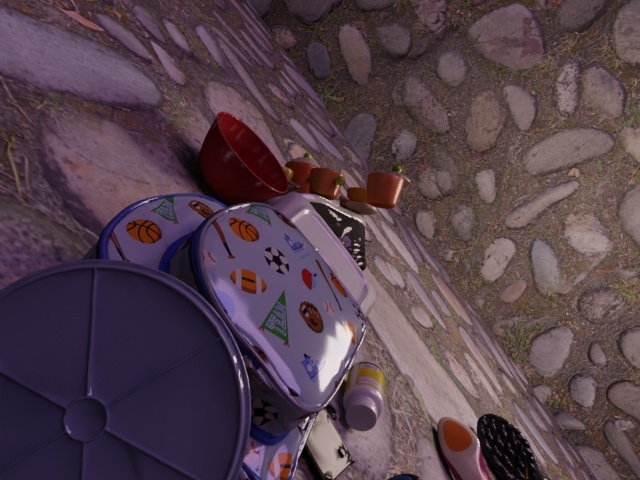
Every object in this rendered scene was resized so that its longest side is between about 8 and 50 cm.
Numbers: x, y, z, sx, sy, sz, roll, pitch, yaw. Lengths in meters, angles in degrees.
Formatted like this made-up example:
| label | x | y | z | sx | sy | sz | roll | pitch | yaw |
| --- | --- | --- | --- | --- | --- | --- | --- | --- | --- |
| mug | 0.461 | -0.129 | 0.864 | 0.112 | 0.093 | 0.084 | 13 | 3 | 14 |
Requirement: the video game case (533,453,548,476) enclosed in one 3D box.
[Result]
| label | x | y | z | sx | sy | sz | roll | pitch | yaw |
| --- | --- | --- | --- | --- | --- | --- | --- | --- | --- |
| video game case | 0.625 | 0.719 | 1.341 | 0.248 | 0.035 | 0.275 | 24 | 33 | -58 |

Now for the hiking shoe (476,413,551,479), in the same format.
| label | x | y | z | sx | sy | sz | roll | pitch | yaw |
| --- | --- | --- | --- | --- | --- | --- | --- | --- | --- |
| hiking shoe | 0.491 | 0.576 | 1.215 | 0.304 | 0.113 | 0.132 | 53 | -14 | 22 |

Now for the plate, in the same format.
| label | x | y | z | sx | sy | sz | roll | pitch | yaw |
| --- | --- | --- | --- | --- | --- | --- | --- | --- | --- |
| plate | -0.012 | 0.059 | 0.847 | 0.278 | 0.045 | 0.277 | 53 | 34 | -6 |

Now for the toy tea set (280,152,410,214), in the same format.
| label | x | y | z | sx | sy | sz | roll | pitch | yaw |
| --- | --- | --- | --- | --- | --- | --- | --- | --- | --- |
| toy tea set | 0.032 | -0.141 | 1.069 | 0.200 | 0.336 | 0.124 | 35 | 66 | -71 |

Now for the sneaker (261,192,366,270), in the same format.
| label | x | y | z | sx | sy | sz | roll | pitch | yaw |
| --- | --- | --- | --- | --- | --- | --- | --- | --- | --- |
| sneaker | 0.001 | 0.000 | 1.027 | 0.296 | 0.104 | 0.147 | 15 | 58 | -43 |

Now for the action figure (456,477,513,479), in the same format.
| label | x | y | z | sx | sy | sz | roll | pitch | yaw |
| --- | --- | --- | --- | --- | --- | --- | --- | --- | --- |
| action figure | 0.294 | 0.470 | 0.750 | 0.276 | 0.164 | 0.141 | 41 | -4 | 10 |

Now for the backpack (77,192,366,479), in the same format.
| label | x | y | z | sx | sy | sz | roll | pitch | yaw |
| --- | --- | --- | --- | --- | --- | --- | --- | --- | --- |
| backpack | -0.101 | 0.081 | 0.458 | 0.263 | 0.213 | 0.276 | 45 | 19 | 2 |

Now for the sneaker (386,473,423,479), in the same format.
| label | x | y | z | sx | sy | sz | roll | pitch | yaw |
| --- | --- | --- | --- | --- | --- | --- | --- | --- | --- |
| sneaker | 0.159 | 0.441 | 0.542 | 0.139 | 0.125 | 0.341 | 47 | 20 | -34 |

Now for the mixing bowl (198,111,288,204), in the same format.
| label | x | y | z | sx | sy | sz | roll | pitch | yaw |
| --- | --- | --- | --- | --- | --- | --- | --- | --- | --- |
| mixing bowl | -0.153 | -0.131 | 0.891 | 0.181 | 0.098 | 0.181 | 46 | 20 | -21 |

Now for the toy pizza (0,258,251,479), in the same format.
| label | x | y | z | sx | sy | sz | roll | pitch | yaw |
| --- | --- | --- | --- | --- | --- | --- | --- | --- | --- |
| toy pizza | -0.146 | 0.113 | 0.316 | 0.201 | 0.201 | 0.032 | 55 | -11 | 5 |

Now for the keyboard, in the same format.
| label | x | y | z | sx | sy | sz | roll | pitch | yaw |
| --- | --- | --- | --- | --- | --- | --- | --- | --- | --- |
| keyboard | -0.017 | 0.232 | 0.669 | 0.180 | 0.023 | 0.108 | 59 | 25 | 15 |

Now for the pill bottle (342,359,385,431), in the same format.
| label | x | y | z | sx | sy | sz | roll | pitch | yaw |
| --- | --- | --- | --- | --- | --- | --- | --- | --- | --- |
| pill bottle | 0.070 | 0.248 | 0.782 | 0.065 | 0.065 | 0.116 | 51 | 18 | -6 |

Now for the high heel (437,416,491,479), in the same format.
| label | x | y | z | sx | sy | sz | roll | pitch | yaw |
| --- | --- | --- | --- | --- | --- | --- | --- | --- | --- |
| high heel | 0.300 | 0.472 | 0.969 | 0.244 | 0.082 | 0.117 | -126 | -159 | -55 |
